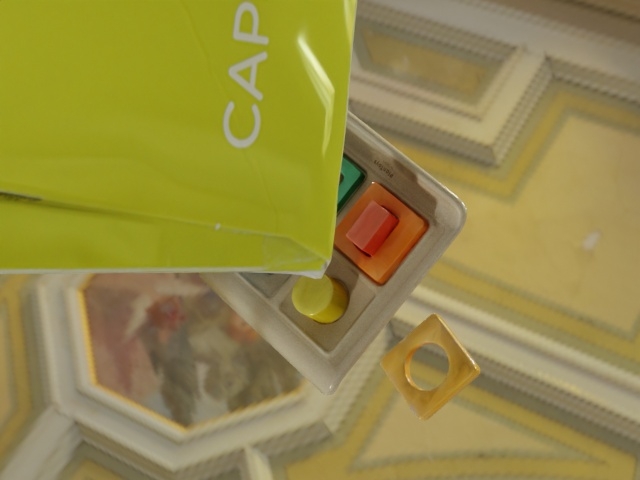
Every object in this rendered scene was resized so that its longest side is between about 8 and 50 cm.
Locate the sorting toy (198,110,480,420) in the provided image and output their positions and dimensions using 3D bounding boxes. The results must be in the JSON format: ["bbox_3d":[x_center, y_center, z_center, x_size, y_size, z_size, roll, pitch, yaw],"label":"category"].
[{"bbox_3d":[0.000,0.000,1.208,0.348,0.047,0.196,41,-81,30],"label":"sorting toy"}]

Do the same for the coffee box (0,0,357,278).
[{"bbox_3d":[-0.207,-0.169,0.451,0.334,0.338,0.337,7,-87,42],"label":"coffee box"}]
